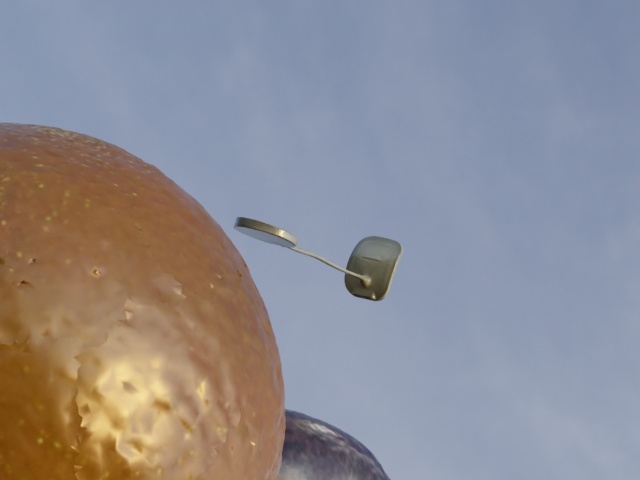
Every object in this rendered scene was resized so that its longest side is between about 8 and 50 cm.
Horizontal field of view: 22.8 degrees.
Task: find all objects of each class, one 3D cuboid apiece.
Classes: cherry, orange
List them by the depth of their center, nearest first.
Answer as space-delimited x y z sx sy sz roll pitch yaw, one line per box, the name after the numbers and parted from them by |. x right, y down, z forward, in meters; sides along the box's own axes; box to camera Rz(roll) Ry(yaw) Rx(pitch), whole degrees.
-0.152 0.075 0.718 0.274 0.274 0.274 18 -45 19 | orange
-0.059 0.300 1.663 0.296 0.255 0.218 9 1 -30 | cherry

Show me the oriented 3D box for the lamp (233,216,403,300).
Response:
0.000 0.000 1.272 0.050 0.056 0.198 14 -7 33 | lamp
